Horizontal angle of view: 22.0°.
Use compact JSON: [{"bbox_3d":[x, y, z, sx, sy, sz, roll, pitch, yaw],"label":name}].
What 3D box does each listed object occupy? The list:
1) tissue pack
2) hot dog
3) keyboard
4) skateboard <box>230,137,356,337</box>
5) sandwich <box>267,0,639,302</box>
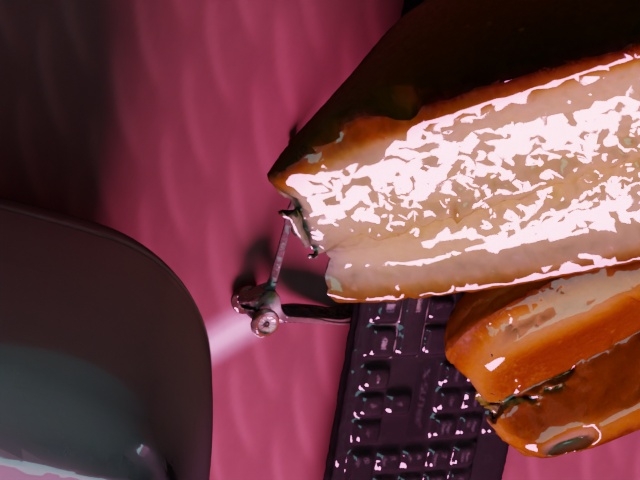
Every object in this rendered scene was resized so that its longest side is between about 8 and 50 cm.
[{"bbox_3d":[-0.171,0.138,0.615,0.229,0.236,0.333,13,107,-11],"label":"tissue pack"},{"bbox_3d":[0.184,0.014,0.718,0.269,0.072,0.115,-22,106,0],"label":"hot dog"},{"bbox_3d":[0.064,0.001,0.733,0.101,0.018,0.310,-1,111,-28],"label":"keyboard"},{"bbox_3d":[0.000,0.000,0.718,0.063,0.032,0.083,3,112,-28],"label":"skateboard"},{"bbox_3d":[0.104,-0.057,0.645,0.235,0.128,0.122,-12,122,17],"label":"sandwich"}]
